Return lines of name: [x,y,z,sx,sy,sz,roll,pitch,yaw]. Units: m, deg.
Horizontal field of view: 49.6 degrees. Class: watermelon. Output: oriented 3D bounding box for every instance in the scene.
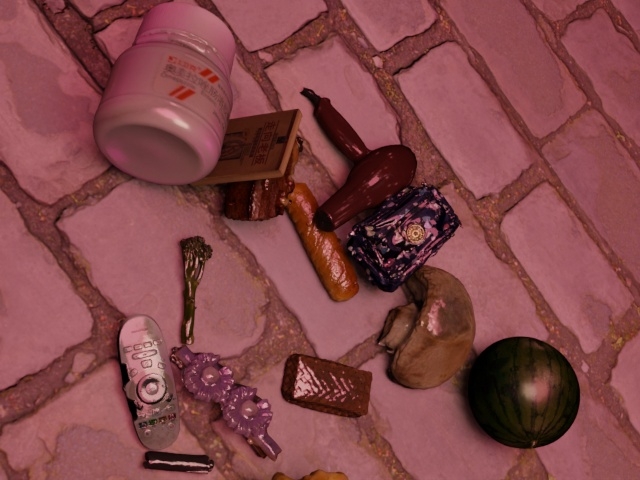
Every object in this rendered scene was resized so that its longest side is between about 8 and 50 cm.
watermelon: [0.443,0.331,1.512,0.242,0.242,0.242,6,74,-22]

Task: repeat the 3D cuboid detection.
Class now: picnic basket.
picnic basket: [0.018,0.301,1.439,0.193,0.055,0.110,16,70,-17]

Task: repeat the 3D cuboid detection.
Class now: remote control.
remote control: [-0.326,0.266,1.307,0.097,0.045,0.256,-8,83,-24]

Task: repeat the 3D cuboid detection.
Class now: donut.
donut: [-0.127,-0.131,1.445,0.144,0.126,0.187,3,90,-56]

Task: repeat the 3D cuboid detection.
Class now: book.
book: [-0.157,-0.187,1.407,0.026,0.230,0.161,50,46,-47]

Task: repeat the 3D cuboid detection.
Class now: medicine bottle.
medicine bottle: [-0.292,-0.288,1.359,0.241,0.241,0.302,19,60,-18]

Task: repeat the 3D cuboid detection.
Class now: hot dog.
hot dog: [-0.002,0.001,1.509,0.087,0.061,0.286,-32,89,-15]

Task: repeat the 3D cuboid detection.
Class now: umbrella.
umbrella: [-0.265,0.415,1.299,0.133,0.031,0.036,13,73,-20]

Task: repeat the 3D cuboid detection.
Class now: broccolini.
broccolini: [-0.253,0.099,1.389,0.067,0.058,0.216,-2,83,12]

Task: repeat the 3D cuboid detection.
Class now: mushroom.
mushroom: [0.254,0.191,1.508,0.189,0.164,0.267,32,66,-11]

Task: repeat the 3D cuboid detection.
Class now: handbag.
handbag: [0.181,-0.015,1.499,0.260,0.113,0.162,-37,78,-16]

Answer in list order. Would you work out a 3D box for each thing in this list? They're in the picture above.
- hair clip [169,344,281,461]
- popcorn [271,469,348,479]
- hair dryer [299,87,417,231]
hair clip: [-0.180,0.309,1.346,0.292,0.084,0.106,47,46,0]
popcorn: [0.000,0.558,1.263,0.315,0.281,0.297,6,115,-2]
hair dryer: [0.032,-0.203,1.552,0.312,0.123,0.340,-32,78,-36]
